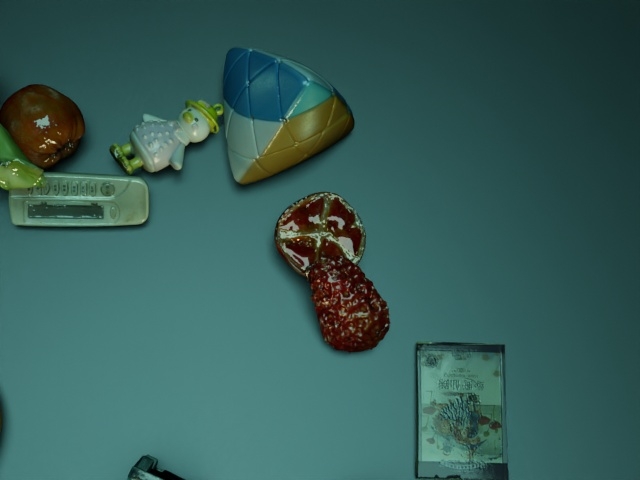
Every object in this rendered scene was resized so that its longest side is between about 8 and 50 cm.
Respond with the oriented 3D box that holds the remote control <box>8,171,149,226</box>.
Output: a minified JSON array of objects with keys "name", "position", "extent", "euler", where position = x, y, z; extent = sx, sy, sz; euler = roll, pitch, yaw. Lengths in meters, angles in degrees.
[{"name":"remote control","position":[-0.405,-0.070,1.780],"extent":[0.230,0.049,0.090],"euler":[1,107,-7]}]

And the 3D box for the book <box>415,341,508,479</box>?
[{"name":"book","position":[0.239,0.287,1.782],"extent":[0.157,0.026,0.231],"euler":[2,76,-5]}]

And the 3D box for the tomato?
[{"name":"tomato","position":[0.000,0.000,1.800],"extent":[0.155,0.069,0.156],"euler":[2,74,-6]}]

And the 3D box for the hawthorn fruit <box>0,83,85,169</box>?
[{"name":"hawthorn fruit","position":[-0.468,-0.197,1.767],"extent":[0.138,0.133,0.133],"euler":[43,76,13]}]

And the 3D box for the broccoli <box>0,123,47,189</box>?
[{"name":"broccoli","position":[-0.603,-0.163,1.689],"extent":[0.186,0.254,0.302],"euler":[5,54,-46]}]

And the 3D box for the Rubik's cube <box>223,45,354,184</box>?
[{"name":"Rubik's cube","position":[-0.102,-0.218,1.810],"extent":[0.254,0.254,0.255],"euler":[1,77,-6]}]

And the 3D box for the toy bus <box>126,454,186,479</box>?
[{"name":"toy bus","position":[-0.246,0.412,1.585],"extent":[0.128,0.256,0.147],"euler":[26,79,1]}]

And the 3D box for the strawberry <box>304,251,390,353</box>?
[{"name":"strawberry","position":[0.044,0.111,1.739],"extent":[0.121,0.082,0.188],"euler":[-36,119,-5]}]

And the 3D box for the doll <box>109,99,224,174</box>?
[{"name":"doll","position":[-0.255,-0.179,1.809],"extent":[0.207,0.081,0.129],"euler":[-31,64,-13]}]
